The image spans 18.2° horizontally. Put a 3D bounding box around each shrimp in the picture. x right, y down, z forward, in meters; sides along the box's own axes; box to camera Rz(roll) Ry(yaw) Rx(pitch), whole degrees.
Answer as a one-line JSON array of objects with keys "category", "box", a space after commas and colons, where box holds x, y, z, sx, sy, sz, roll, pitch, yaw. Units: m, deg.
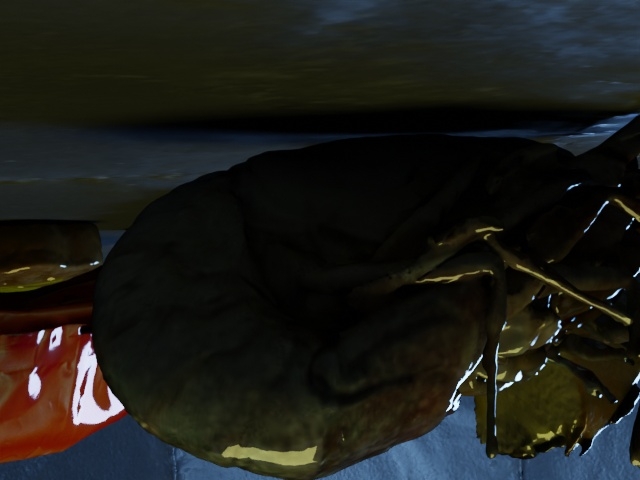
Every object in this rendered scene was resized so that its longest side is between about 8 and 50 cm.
[{"category": "shrimp", "box": [0.078, 0.011, 0.762, 0.343, 0.116, 0.145, -13, -144, -24]}]

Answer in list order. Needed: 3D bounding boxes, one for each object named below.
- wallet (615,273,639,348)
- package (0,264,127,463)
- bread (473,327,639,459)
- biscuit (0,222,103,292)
[{"category": "wallet", "box": [0.220, 0.047, 1.158, 0.167, 0.036, 0.222, 4, -151, -47]}, {"category": "package", "box": [-0.306, 0.083, 1.402, 0.423, 0.123, 0.196, -1, -175, 39]}, {"category": "bread", "box": [0.167, 0.062, 1.321, 0.169, 0.160, 0.140, -1, 176, -34]}, {"category": "biscuit", "box": [-0.278, 0.019, 1.168, 0.295, 0.044, 0.186, -3, 175, -10]}]
